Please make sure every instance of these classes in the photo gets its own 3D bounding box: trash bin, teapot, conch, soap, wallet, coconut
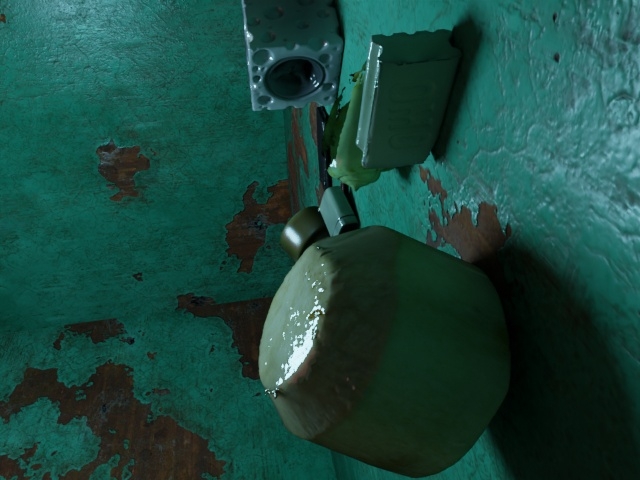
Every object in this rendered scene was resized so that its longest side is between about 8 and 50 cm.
[{"bbox_3d":[0.050,-0.066,1.506,0.116,0.059,0.130,108,145,-53],"label":"trash bin"},{"bbox_3d":[0.000,0.000,1.699,0.175,0.186,0.267,42,120,26],"label":"teapot"},{"bbox_3d":[0.067,-0.215,1.028,0.143,0.137,0.250,103,159,-71],"label":"conch"},{"bbox_3d":[0.117,-0.192,0.767,0.198,0.115,0.063,93,168,-56],"label":"soap"},{"bbox_3d":[0.010,-0.294,1.809,0.146,0.030,0.285,-102,7,-56],"label":"wallet"},{"bbox_3d":[0.090,0.141,0.703,0.323,0.323,0.322,173,90,-83],"label":"coconut"}]

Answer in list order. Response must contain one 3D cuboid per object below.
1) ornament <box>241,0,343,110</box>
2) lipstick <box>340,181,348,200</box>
[{"bbox_3d":[-0.084,-0.528,1.481,0.239,0.240,0.239,100,163,-65],"label":"ornament"},{"bbox_3d":[0.067,-0.139,1.543,0.027,0.027,0.176,-112,18,-63],"label":"lipstick"}]
